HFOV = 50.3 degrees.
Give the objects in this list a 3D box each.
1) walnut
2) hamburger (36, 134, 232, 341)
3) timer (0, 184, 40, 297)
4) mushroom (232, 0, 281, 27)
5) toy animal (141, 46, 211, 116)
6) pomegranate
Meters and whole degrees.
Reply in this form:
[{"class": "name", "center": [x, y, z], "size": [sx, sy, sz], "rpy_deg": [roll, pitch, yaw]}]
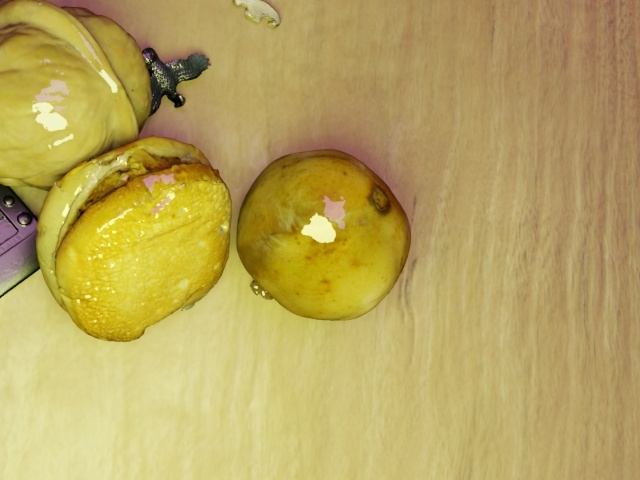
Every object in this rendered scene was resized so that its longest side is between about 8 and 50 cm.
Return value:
[{"class": "walnut", "center": [-0.389, -0.207, 0.998], "size": [0.285, 0.285, 0.296], "rpy_deg": [43, 45, -8]}, {"class": "hamburger", "center": [-0.259, 0.003, 1.004], "size": [0.289, 0.314, 0.170], "rpy_deg": [-25, 50, -31]}, {"class": "timer", "center": [-0.505, -0.012, 1.019], "size": [0.144, 0.055, 0.187], "rpy_deg": [-42, 99, -28]}, {"class": "mushroom", "center": [-0.124, -0.449, 1.336], "size": [0.101, 0.019, 0.049], "rpy_deg": [28, 65, -13]}, {"class": "toy animal", "center": [-0.276, -0.280, 1.194], "size": [0.108, 0.062, 0.220], "rpy_deg": [47, 56, -5]}, {"class": "pomegranate", "center": [0.006, -0.013, 1.114], "size": [0.307, 0.307, 0.308], "rpy_deg": [7, 73, -23]}]
